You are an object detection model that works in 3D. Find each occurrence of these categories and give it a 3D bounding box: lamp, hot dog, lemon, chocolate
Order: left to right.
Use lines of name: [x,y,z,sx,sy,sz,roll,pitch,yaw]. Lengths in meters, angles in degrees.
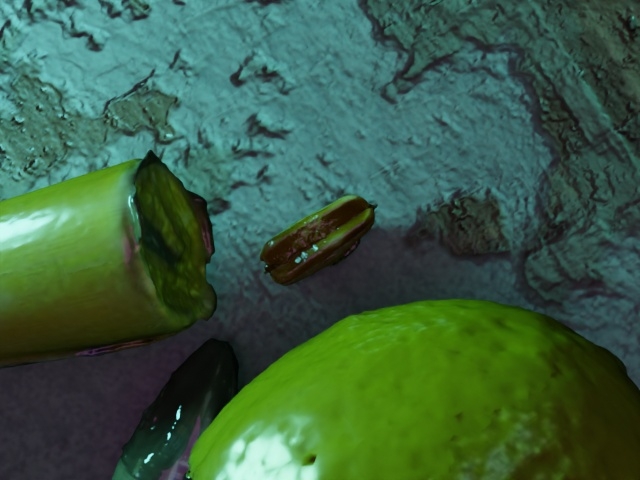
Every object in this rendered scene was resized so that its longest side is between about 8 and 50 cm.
chocolate: [-0.323,0.053,0.629,0.444,0.162,0.162,-14,88,10]
lamp: [-0.136,0.212,0.634,0.101,0.101,0.250,24,85,2]
hot dog: [0.000,0.000,0.670,0.133,0.041,0.056,-31,87,8]
lemon: [0.105,0.207,0.514,0.363,0.364,0.365,0,88,1]
